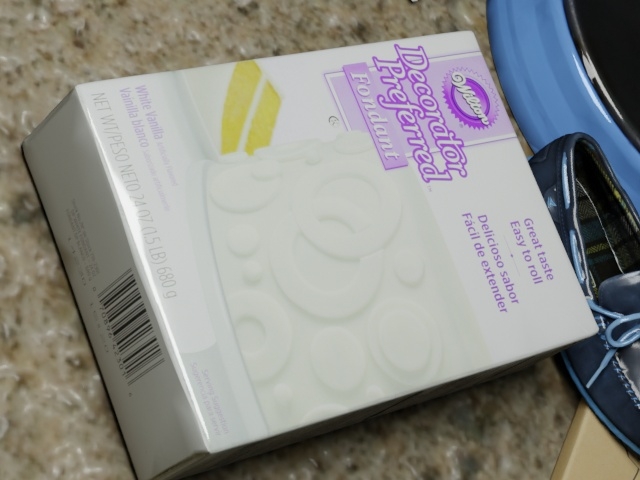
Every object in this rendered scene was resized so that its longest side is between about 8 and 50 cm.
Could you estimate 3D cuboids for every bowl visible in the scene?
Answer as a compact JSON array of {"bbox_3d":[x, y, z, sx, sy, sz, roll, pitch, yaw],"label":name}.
[{"bbox_3d":[0.319,-0.155,1.350,0.391,0.077,0.391,14,62,-28],"label":"bowl"}]

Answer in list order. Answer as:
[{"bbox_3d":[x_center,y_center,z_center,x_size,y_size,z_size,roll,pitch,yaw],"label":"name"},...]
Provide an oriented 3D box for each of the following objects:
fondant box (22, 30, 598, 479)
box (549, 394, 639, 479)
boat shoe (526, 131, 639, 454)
[{"bbox_3d":[0.000,0.000,1.059,0.330,0.096,0.238,-13,76,-38],"label":"fondant box"},{"bbox_3d":[0.248,0.180,1.184,0.164,0.021,0.201,38,54,-13],"label":"box"},{"bbox_3d":[0.214,0.041,1.165,0.109,0.089,0.258,-21,73,-33],"label":"boat shoe"}]
